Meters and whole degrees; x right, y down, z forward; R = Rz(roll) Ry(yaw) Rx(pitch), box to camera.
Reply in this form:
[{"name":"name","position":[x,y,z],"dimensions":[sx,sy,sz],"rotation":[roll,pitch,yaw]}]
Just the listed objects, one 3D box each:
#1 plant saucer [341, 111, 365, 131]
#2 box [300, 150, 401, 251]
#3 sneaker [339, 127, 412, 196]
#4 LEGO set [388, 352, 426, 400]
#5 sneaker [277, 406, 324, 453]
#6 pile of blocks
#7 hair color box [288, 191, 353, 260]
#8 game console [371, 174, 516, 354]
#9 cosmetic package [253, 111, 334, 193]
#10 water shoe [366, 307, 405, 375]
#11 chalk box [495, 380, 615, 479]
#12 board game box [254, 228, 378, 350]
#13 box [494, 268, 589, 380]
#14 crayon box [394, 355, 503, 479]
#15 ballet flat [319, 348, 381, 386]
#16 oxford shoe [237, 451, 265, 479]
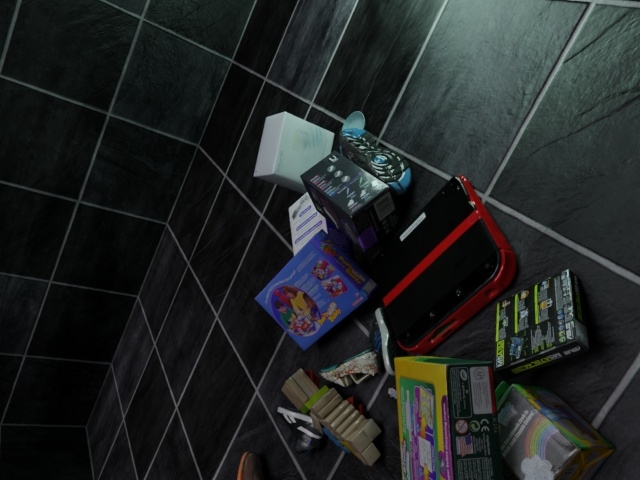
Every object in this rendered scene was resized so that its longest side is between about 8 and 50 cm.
[{"name":"plant saucer","position":[0.117,-0.380,1.831],"dimensions":[0.119,0.021,0.120],"rotation":[-24,59,48]},{"name":"box","position":[0.087,-0.120,1.579],"dimensions":[0.143,0.165,0.270],"rotation":[-37,47,-11]},{"name":"sneaker","position":[0.165,-0.218,1.650],"dimensions":[0.341,0.125,0.140],"rotation":[-125,31,-45]},{"name":"LEGO set","position":[0.263,0.408,1.316],"dimensions":[0.182,0.060,0.244],"rotation":[-41,55,33]},{"name":"sneaker","position":[-0.073,0.591,1.663],"dimensions":[0.216,0.079,0.121],"rotation":[-5,72,52]},{"name":"pile of blocks","position":[0.045,0.486,1.522],"dimensions":[0.362,0.112,0.149],"rotation":[33,147,34]},{"name":"hair color box","position":[0.000,0.000,1.771],"dimensions":[0.185,0.110,0.339],"rotation":[-37,51,41]},{"name":"game console","position":[0.298,0.068,1.387],"dimensions":[0.386,0.060,0.342],"rotation":[-49,37,31]},{"name":"cosmetic package","position":[-0.093,-0.306,1.915],"dimensions":[0.138,0.224,0.224],"rotation":[2,79,54]},{"name":"water shoe","position":[0.174,0.282,1.455],"dimensions":[0.080,0.072,0.203],"rotation":[-45,35,36]},{"name":"chalk box","position":[0.414,0.367,1.034],"dimensions":[0.132,0.132,0.213],"rotation":[-63,35,17]},{"name":"board game box","position":[-0.023,0.158,1.624],"dimensions":[0.233,0.078,0.347],"rotation":[46,131,2]},{"name":"box","position":[0.439,0.170,1.084],"dimensions":[0.184,0.045,0.191],"rotation":[-41,19,40]},{"name":"crayon box","position":[0.254,0.427,1.099],"dimensions":[0.313,0.106,0.363],"rotation":[131,138,-77]},{"name":"ballet flat","position":[0.083,0.376,1.536],"dimensions":[0.241,0.091,0.077],"rotation":[-35,72,47]},{"name":"oxford shoe","position":[-0.177,0.833,1.713],"dimensions":[0.132,0.130,0.364],"rotation":[-27,41,6]}]
